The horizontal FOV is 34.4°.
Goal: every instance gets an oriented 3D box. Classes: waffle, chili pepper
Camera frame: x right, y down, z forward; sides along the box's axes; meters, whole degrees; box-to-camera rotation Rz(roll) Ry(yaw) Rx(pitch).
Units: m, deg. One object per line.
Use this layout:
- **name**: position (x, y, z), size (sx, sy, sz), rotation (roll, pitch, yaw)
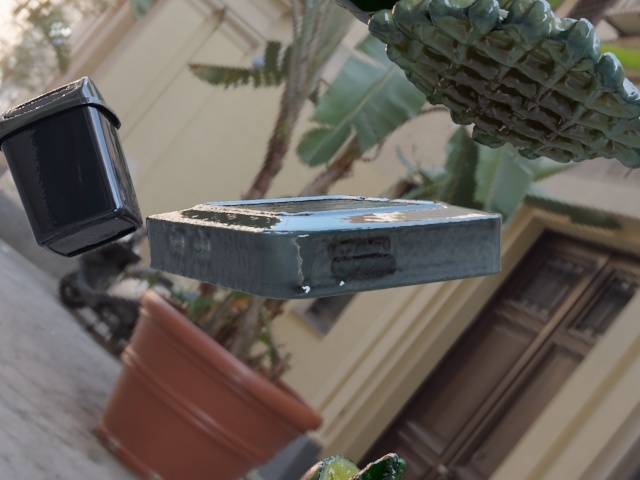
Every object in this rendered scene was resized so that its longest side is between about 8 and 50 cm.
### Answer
- **waffle**: position (0.215, -0.170, 1.122), size (0.292, 0.056, 0.309), rotation (11, -20, 44)
- **chili pepper**: position (0.049, 0.407, 1.554), size (0.062, 0.216, 0.108), rotation (41, 0, -14)

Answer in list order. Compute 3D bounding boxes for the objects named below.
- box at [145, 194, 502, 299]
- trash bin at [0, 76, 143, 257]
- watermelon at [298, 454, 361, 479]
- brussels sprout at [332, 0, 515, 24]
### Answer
- **box**: position (-0.001, -0.001, 1.466), size (0.396, 0.111, 0.396), rotation (-4, 7, -36)
- **trash bin**: position (-0.448, -0.133, 1.849), size (0.182, 0.209, 0.290), rotation (55, 13, -74)
- **watermelon**: position (0.007, 0.618, 2.150), size (0.331, 0.189, 0.330), rotation (-21, 90, -78)
- **brussels sprout**: position (0.111, -0.425, 1.291), size (0.289, 0.281, 0.354), rotation (7, -55, 49)
